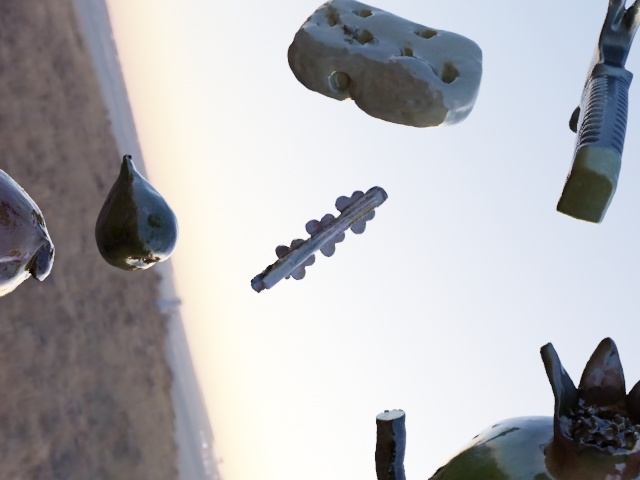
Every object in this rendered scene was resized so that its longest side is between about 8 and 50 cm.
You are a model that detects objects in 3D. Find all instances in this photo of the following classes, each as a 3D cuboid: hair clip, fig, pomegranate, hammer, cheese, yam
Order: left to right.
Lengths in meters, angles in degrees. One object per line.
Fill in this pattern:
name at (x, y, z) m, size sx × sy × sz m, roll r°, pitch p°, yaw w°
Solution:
fig at (-0.501, -0.007, 1.391) m, size 0.224 × 0.263 × 0.224 m, roll 4°, pitch -85°, yaw 48°
fig at (-0.272, -0.042, 1.602) m, size 0.133 × 0.126 × 0.185 m, roll 130°, pitch -20°, yaw -56°
hair clip at (-0.003, 0.000, 1.338) m, size 0.062 × 0.214 × 0.056 m, roll 57°, pitch -20°, yaw -15°
cheese at (0.092, -0.239, 1.391) m, size 0.159 × 0.262 × 0.093 m, roll -53°, pitch 161°, yaw -40°
yam at (0.124, 0.418, 1.785) m, size 0.061 × 0.061 × 0.253 m, roll -164°, pitch -110°, yaw -80°
pomegranate at (0.210, 0.265, 0.871) m, size 0.323 × 0.290 × 0.291 m, roll 90°, pitch -16°, yaw -46°
hammer at (0.243, -0.110, 0.896) m, size 0.226 × 0.041 × 0.159 m, roll -65°, pitch 167°, yaw -47°
